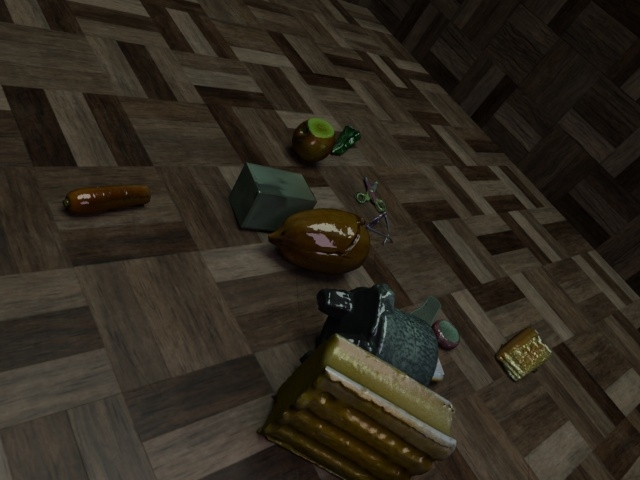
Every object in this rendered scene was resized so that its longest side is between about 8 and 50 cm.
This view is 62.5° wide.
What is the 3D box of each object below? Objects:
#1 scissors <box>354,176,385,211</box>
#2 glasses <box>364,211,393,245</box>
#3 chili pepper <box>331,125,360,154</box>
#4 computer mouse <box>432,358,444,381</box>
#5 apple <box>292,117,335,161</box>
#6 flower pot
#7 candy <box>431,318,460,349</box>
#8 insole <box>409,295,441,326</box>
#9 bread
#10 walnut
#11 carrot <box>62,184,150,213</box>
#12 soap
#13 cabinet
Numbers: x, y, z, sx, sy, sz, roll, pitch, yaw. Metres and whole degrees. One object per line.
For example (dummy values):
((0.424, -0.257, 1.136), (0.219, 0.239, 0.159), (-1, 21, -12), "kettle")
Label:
((0.200, -0.192, 2.102), (0.134, 0.020, 0.187), (22, 40, -12), "scissors")
((0.232, -0.037, 1.926), (0.103, 0.062, 0.140), (47, 39, 12), "glasses")
((0.093, -0.418, 2.240), (0.088, 0.059, 0.227), (35, 41, 5), "chili pepper")
((0.310, 0.339, 1.593), (0.102, 0.044, 0.198), (12, 43, -28), "computer mouse")
((-0.028, -0.381, 2.002), (0.147, 0.163, 0.146), (20, 29, -46), "apple")
((0.123, 0.250, 1.334), (0.283, 0.299, 0.299), (23, 39, -25), "flower pot")
((0.405, 0.305, 1.709), (0.103, 0.043, 0.103), (24, 36, -19), "candy")
((0.352, 0.247, 1.762), (0.080, 0.003, 0.232), (45, 37, 11), "insole")
((0.694, 0.404, 1.829), (0.140, 0.169, 0.160), (55, 0, 22), "bread")
((0.000, 0.000, 1.592), (0.337, 0.209, 0.208), (2, 48, -27), "walnut")
((-0.554, -0.111, 1.371), (0.225, 0.067, 0.067), (-15, 60, -49), "carrot")
((0.078, 0.390, 1.149), (0.335, 0.293, 0.156), (31, 34, -6), "soap")
((-0.150, -0.127, 1.641), (0.206, 0.150, 0.145), (6, 41, -35), "cabinet")
